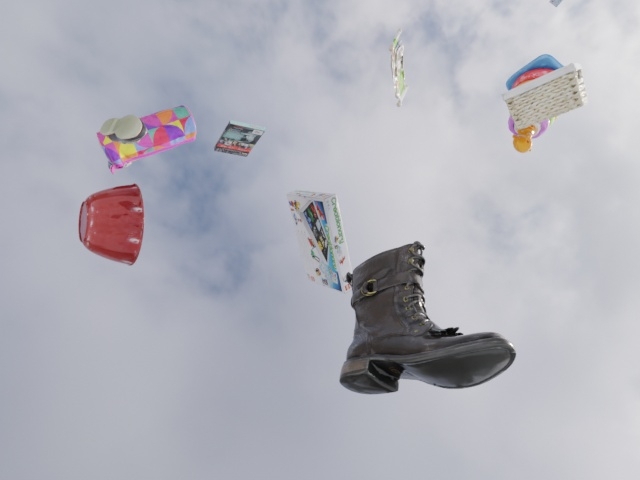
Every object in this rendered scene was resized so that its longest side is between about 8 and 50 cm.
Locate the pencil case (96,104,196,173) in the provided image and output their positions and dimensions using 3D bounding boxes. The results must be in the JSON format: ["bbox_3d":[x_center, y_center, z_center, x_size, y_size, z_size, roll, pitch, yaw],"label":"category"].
[{"bbox_3d":[-0.423,-0.252,1.077,0.237,0.104,0.104,-31,-88,-24],"label":"pencil case"}]

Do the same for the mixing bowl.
[{"bbox_3d":[-0.450,-0.036,0.926,0.098,0.182,0.181,2,-91,-39],"label":"mixing bowl"}]

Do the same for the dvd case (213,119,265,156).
[{"bbox_3d":[-0.196,-0.243,1.052,0.087,0.119,0.013,5,-113,-30],"label":"dvd case"}]

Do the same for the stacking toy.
[{"bbox_3d":[0.594,-0.349,1.226,0.175,0.166,0.301,36,-118,-12],"label":"stacking toy"}]

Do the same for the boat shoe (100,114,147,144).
[{"bbox_3d":[-0.345,-0.194,0.785,0.043,0.137,0.049,38,-110,-47],"label":"boat shoe"}]

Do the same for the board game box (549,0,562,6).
[{"bbox_3d":[0.461,-0.473,0.778,0.020,0.090,0.090,43,-121,5],"label":"board game box"}]

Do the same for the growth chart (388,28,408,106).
[{"bbox_3d":[0.261,-0.570,1.449,0.021,0.237,0.171,5,-128,22],"label":"growth chart"}]

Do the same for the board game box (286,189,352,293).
[{"bbox_3d":[0.000,0.000,1.345,0.053,0.193,0.304,-26,-66,-32],"label":"board game box"}]

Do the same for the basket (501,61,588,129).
[{"bbox_3d":[0.553,-0.351,1.073,0.113,0.167,0.103,-29,-80,-48],"label":"basket"}]

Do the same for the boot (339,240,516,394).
[{"bbox_3d":[0.132,0.091,0.629,0.091,0.263,0.228,46,-139,-34],"label":"boot"}]
